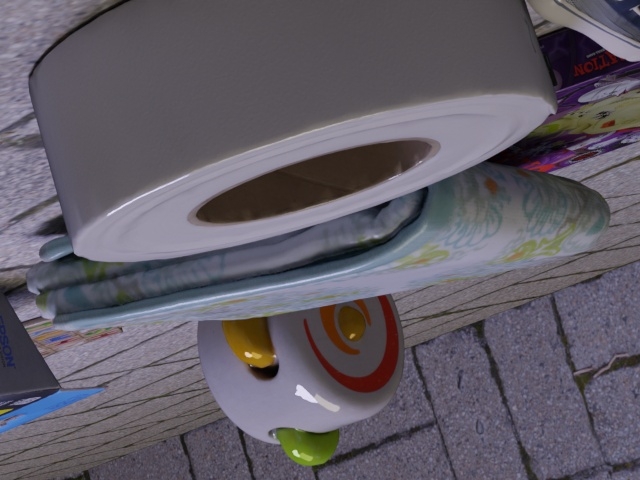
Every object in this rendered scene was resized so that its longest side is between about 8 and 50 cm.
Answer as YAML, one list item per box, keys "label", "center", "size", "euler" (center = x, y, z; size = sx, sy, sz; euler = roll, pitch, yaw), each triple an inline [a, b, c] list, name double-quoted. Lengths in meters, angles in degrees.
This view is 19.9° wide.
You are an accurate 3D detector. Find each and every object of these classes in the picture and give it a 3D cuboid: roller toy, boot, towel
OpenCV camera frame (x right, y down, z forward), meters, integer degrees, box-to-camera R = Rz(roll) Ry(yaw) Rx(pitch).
- label: "roller toy"
  center: [-0.015, 0.099, 1.842]
  size: [0.146, 0.209, 0.191]
  euler: [-24, -152, 38]
- label: "boot"
  center: [0.191, -0.152, 1.050]
  size: [0.086, 0.069, 0.190]
  euler: [-19, 170, 32]
- label: "towel"
  center: [0.000, 0.000, 1.446]
  size: [0.374, 0.090, 0.320]
  euler: [-12, 175, 30]

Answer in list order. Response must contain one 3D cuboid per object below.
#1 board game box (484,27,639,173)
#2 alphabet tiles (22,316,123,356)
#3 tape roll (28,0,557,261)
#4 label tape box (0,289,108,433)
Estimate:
- label: "board game box"
  center: [0.199, -0.108, 1.434]
  size: [0.208, 0.056, 0.347]
  euler: [-15, 172, 15]
- label: "alphabet tiles"
  center: [-0.282, 0.099, 1.927]
  size: [0.198, 0.009, 0.237]
  euler: [-17, 171, 0]
- label: "tape roll"
  center: [-0.015, -0.077, 1.035]
  size: [0.286, 0.100, 0.286]
  euler: [-16, 171, -3]
- label: "label tape box"
  center: [-0.386, 0.129, 1.584]
  size: [0.240, 0.106, 0.333]
  euler: [-23, 169, 29]
